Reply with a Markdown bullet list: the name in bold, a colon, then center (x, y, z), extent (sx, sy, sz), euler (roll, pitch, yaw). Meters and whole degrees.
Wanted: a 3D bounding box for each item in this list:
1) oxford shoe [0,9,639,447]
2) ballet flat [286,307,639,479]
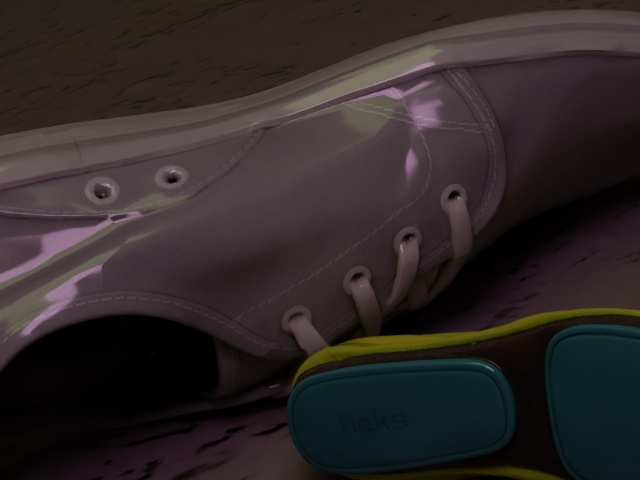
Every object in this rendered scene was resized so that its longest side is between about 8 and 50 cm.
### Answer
- **oxford shoe**: center (0.000, 0.000, 0.904), extent (0.449, 0.169, 0.130), euler (-16, 63, -21)
- **ballet flat**: center (0.096, 0.060, 0.767), extent (0.231, 0.077, 0.077), euler (-2, 10, 32)
